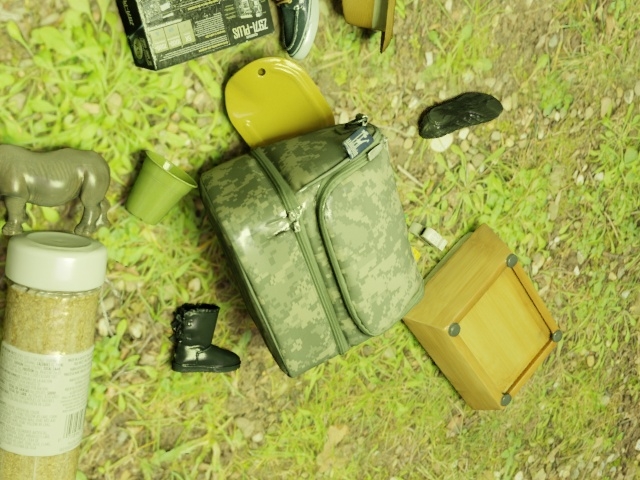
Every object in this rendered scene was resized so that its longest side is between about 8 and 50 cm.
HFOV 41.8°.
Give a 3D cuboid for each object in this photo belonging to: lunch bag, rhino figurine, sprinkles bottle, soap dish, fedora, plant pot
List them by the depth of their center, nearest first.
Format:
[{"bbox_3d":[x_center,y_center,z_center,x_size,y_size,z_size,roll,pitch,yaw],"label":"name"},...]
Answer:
[{"bbox_3d":[-0.371,-0.065,1.030,0.243,0.073,0.106,0,108,-32],"label":"rhino figurine"},{"bbox_3d":[-0.356,0.170,1.081,0.121,0.121,0.355,3,103,-34],"label":"sprinkles bottle"},{"bbox_3d":[-0.221,-0.065,1.131,0.083,0.083,0.079,30,100,-36],"label":"plant pot"},{"bbox_3d":[0.000,0.000,1.171,0.256,0.212,0.305,-25,120,-9],"label":"lunch bag"},{"bbox_3d":[0.070,-0.367,1.196,0.079,0.194,0.194,5,104,1],"label":"fedora"},{"bbox_3d":[0.299,0.149,1.504,0.229,0.118,0.291,-46,123,-13],"label":"soap dish"}]

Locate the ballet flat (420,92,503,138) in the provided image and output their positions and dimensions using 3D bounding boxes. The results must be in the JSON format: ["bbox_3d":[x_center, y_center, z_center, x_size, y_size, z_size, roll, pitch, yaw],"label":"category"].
[{"bbox_3d":[0.236,-0.211,1.406,0.173,0.049,0.057,-17,68,-29],"label":"ballet flat"}]

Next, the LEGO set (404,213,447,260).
[{"bbox_3d":[0.123,-0.017,1.353,0.227,0.093,0.087,37,83,-35],"label":"LEGO set"}]

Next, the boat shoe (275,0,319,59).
[{"bbox_3d":[-0.048,-0.348,1.163,0.083,0.065,0.183,3,97,-31],"label":"boat shoe"}]

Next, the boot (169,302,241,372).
[{"bbox_3d":[-0.167,0.144,1.247,0.121,0.045,0.099,4,99,-33],"label":"boot"}]

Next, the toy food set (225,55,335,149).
[{"bbox_3d":[-0.050,-0.177,1.215,0.128,0.071,0.218,-32,120,7],"label":"toy food set"}]

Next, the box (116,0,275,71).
[{"bbox_3d":[-0.166,-0.317,1.082,0.180,0.077,0.147,-25,117,-24],"label":"box"}]
